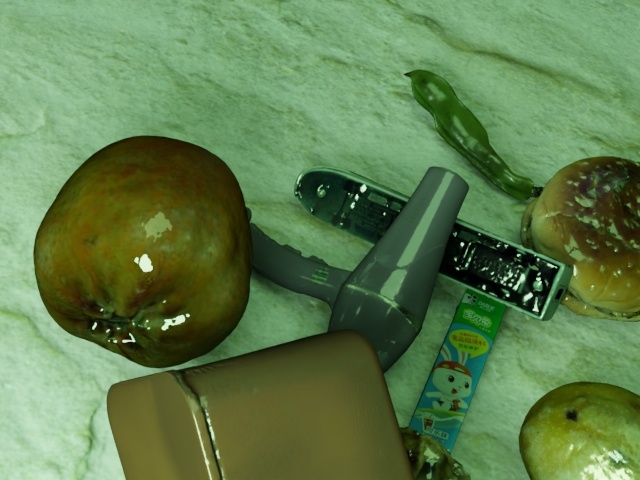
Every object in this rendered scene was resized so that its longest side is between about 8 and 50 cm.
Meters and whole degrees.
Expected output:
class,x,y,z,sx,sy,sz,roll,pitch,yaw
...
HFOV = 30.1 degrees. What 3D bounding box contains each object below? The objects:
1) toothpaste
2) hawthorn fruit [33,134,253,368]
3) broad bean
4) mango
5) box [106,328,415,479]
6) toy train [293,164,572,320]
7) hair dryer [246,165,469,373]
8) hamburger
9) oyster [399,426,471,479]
class,x,y,z,sx,sy,sz,roll,pitch,yaw
toothpaste,0.176,0.179,1.572,0.065,0.050,0.267,22,49,8
hawthorn fruit,-0.209,-0.004,1.481,0.267,0.268,0.301,13,48,-4
broad bean,0.246,-0.163,1.873,0.318,0.056,0.098,42,47,13
mango,0.385,0.309,1.438,0.175,0.176,0.329,-36,71,-21
box,-0.047,0.277,1.246,0.229,0.239,0.339,-15,87,-29
toy train,0.151,-0.009,1.670,0.407,0.086,0.088,25,8,21
hair dryer,0.000,0.000,1.611,0.361,0.121,0.301,23,76,22
hamburger,0.422,-0.006,1.736,0.243,0.146,0.286,41,52,11
oyster,0.161,0.356,1.386,0.128,0.078,0.345,-32,64,-12
